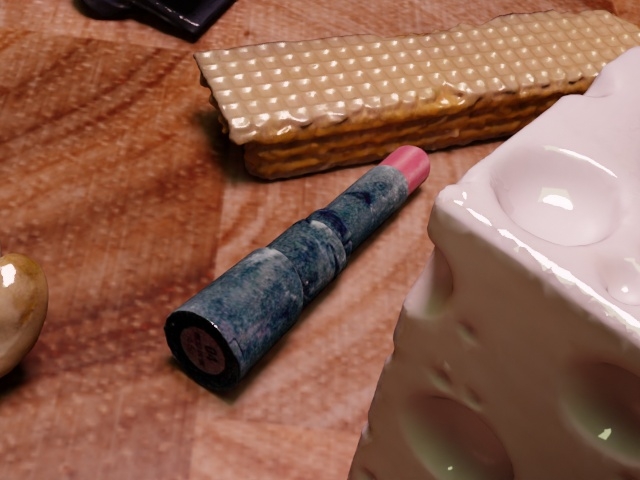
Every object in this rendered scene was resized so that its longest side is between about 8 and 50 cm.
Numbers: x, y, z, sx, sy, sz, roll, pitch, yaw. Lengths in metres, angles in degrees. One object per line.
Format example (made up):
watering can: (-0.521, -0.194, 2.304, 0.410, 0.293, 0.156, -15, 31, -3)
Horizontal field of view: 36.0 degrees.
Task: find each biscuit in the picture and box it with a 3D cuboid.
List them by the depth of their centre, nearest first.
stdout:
biscuit: (0.097, -0.116, 0.738, 0.378, 0.054, 0.094, -12, 51, -22)

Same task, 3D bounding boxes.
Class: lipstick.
lipstick: (0.000, 0.000, 0.609, 0.053, 0.053, 0.234, 31, 47, 18)

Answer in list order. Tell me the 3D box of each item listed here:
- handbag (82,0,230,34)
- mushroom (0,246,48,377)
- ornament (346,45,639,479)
handbag: (-0.170, -0.330, 0.850, 0.303, 0.122, 0.329, 23, 48, 10)
mushroom: (-0.228, -0.010, 0.545, 0.097, 0.088, 0.212, -9, 52, -39)
ornament: (0.186, 0.072, 0.445, 0.239, 0.240, 0.240, 38, 51, 22)
